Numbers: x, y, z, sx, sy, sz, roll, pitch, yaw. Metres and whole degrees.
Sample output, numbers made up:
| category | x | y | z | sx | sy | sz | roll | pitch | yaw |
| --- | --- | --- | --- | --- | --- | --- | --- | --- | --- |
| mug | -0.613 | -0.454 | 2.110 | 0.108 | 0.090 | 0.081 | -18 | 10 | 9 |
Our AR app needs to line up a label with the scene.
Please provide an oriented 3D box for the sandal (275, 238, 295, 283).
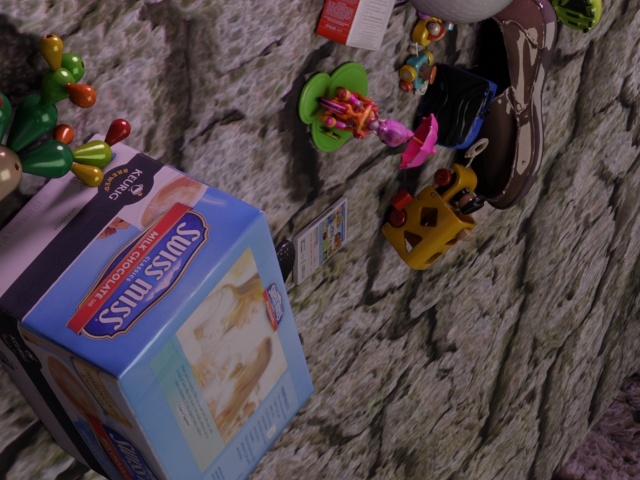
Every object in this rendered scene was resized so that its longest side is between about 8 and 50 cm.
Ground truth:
| category | x | y | z | sx | sy | sz | roll | pitch | yaw |
| --- | --- | --- | --- | --- | --- | --- | --- | --- | --- |
| sandal | -0.082 | 0.065 | 1.608 | 0.067 | 0.040 | 0.179 | -27 | 150 | -43 |

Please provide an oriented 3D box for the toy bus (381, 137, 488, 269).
| category | x | y | z | sx | sy | sz | roll | pitch | yaw |
| --- | --- | --- | --- | --- | --- | --- | --- | --- | --- |
| toy bus | 0.201 | -0.040 | 1.882 | 0.191 | 0.104 | 0.202 | -28 | 161 | -22 |

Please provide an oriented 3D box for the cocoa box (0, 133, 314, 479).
| category | x | y | z | sx | sy | sz | roll | pitch | yaw |
| --- | --- | --- | --- | --- | --- | --- | --- | --- | --- |
| cocoa box | -0.178 | 0.108 | 1.250 | 0.231 | 0.228 | 0.347 | -50 | 150 | -26 |

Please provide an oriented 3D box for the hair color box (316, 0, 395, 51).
| category | x | y | z | sx | sy | sz | roll | pitch | yaw |
| --- | --- | --- | --- | --- | --- | --- | --- | --- | --- |
| hair color box | 0.060 | -0.332 | 1.499 | 0.093 | 0.053 | 0.167 | -6 | 119 | -60 |

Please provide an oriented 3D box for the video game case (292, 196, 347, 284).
| category | x | y | z | sx | sy | sz | roll | pitch | yaw |
| --- | --- | --- | --- | --- | --- | --- | --- | --- | --- |
| video game case | 0.000 | 0.000 | 1.720 | 0.122 | 0.011 | 0.087 | -41 | 144 | -39 |

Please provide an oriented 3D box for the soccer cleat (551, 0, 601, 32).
| category | x | y | z | sx | sy | sz | roll | pitch | yaw |
| --- | --- | --- | --- | --- | --- | --- | --- | --- | --- |
| soccer cleat | 0.454 | -0.472 | 2.045 | 0.121 | 0.093 | 0.289 | -63 | 155 | -18 |

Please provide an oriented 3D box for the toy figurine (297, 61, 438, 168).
| category | x | y | z | sx | sy | sz | roll | pitch | yaw |
| --- | --- | --- | --- | --- | --- | --- | --- | --- | --- |
| toy figurine | 0.077 | -0.156 | 1.561 | 0.173 | 0.159 | 0.130 | 12 | 102 | -62 |

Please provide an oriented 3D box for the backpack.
| category | x | y | z | sx | sy | sz | roll | pitch | yaw |
| --- | --- | --- | --- | --- | --- | --- | --- | --- | --- |
| backpack | 0.217 | -0.202 | 1.842 | 0.101 | 0.098 | 0.120 | 5 | 108 | -66 |

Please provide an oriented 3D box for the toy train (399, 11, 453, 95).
| category | x | y | z | sx | sy | sz | roll | pitch | yaw |
| --- | --- | --- | --- | --- | --- | --- | --- | --- | --- |
| toy train | 0.176 | -0.290 | 1.749 | 0.125 | 0.046 | 0.166 | -3 | 115 | -60 |

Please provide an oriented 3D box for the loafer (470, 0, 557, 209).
| category | x | y | z | sx | sy | sz | roll | pitch | yaw |
| --- | --- | --- | --- | --- | --- | --- | --- | --- | --- |
| loafer | 0.289 | -0.226 | 1.950 | 0.130 | 0.134 | 0.365 | -10 | 114 | -31 |

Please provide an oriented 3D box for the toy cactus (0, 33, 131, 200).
| category | x | y | z | sx | sy | sz | roll | pitch | yaw |
| --- | --- | --- | --- | --- | --- | --- | --- | --- | --- |
| toy cactus | -0.267 | -0.090 | 1.084 | 0.180 | 0.112 | 0.219 | -52 | 161 | -3 |

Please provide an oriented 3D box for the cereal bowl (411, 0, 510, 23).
| category | x | y | z | sx | sy | sz | roll | pitch | yaw |
| --- | --- | --- | --- | --- | --- | --- | --- | --- | --- |
| cereal bowl | 0.255 | -0.445 | 1.589 | 0.339 | 0.141 | 0.339 | -56 | 162 | -30 |
